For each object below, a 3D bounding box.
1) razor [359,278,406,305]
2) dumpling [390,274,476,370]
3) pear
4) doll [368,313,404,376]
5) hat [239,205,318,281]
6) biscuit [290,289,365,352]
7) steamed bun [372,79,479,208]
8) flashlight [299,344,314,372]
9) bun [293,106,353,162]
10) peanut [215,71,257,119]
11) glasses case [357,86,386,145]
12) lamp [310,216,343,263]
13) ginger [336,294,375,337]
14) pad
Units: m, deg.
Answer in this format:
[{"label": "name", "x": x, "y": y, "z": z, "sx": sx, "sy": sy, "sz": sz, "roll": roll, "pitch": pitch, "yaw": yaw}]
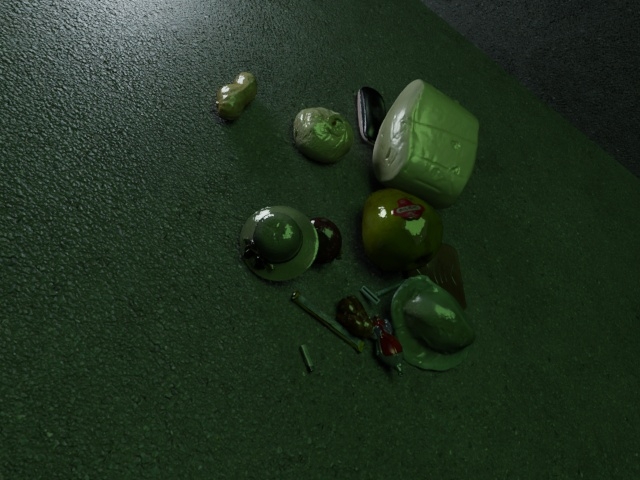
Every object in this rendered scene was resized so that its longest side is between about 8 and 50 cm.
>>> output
[{"label": "razor", "x": 0.235, "y": 0.175, "z": 1.986, "sx": 0.211, "sy": 0.035, "sz": 0.084, "roll": -14, "pitch": 48, "yaw": -44}, {"label": "dumpling", "x": 0.390, "y": 0.272, "z": 1.899, "sx": 0.270, "sy": 0.211, "sz": 0.320, "roll": -29, "pitch": 70, "yaw": -39}, {"label": "pear", "x": 0.274, "y": -0.048, "z": 2.004, "sx": 0.287, "sy": 0.287, "sz": 0.375, "roll": 0, "pitch": 38, "yaw": -33}, {"label": "doll", "x": 0.216, "y": 0.341, "z": 1.831, "sx": 0.102, "sy": 0.075, "sz": 0.227, "roll": -15, "pitch": 59, "yaw": -23}, {"label": "hat", "x": -0.132, "y": -0.014, "z": 1.736, "sx": 0.257, "sy": 0.130, "sz": 0.257, "roll": 0, "pitch": 70, "yaw": 0}, {"label": "biscuit", "x": 0.026, "y": 0.258, "z": 1.798, "sx": 0.292, "sy": 0.026, "sz": 0.048, "roll": 38, "pitch": 44, "yaw": -6}, {"label": "steamed bun", "x": 0.401, "y": -0.370, "z": 2.254, "sx": 0.371, "sy": 0.290, "sz": 0.455, "roll": 25, "pitch": 71, "yaw": -20}, {"label": "flashlight", "x": -0.040, "y": 0.356, "z": 1.696, "sx": 0.018, "sy": 0.018, "sz": 0.083, "roll": -8, "pitch": 65, "yaw": -35}, {"label": "bun", "x": 0.014, "y": -0.421, "z": 2.154, "sx": 0.244, "sy": 0.153, "sz": 0.243, "roll": 18, "pitch": 48, "yaw": -22}, {"label": "peanut", "x": -0.300, "y": -0.533, "z": 2.057, "sx": 0.117, "sy": 0.101, "sz": 0.263, "roll": 51, "pitch": 44, "yaw": -21}, {"label": "glasses case", "x": 0.222, "y": -0.532, "z": 2.404, "sx": 0.122, "sy": 0.075, "sz": 0.314, "roll": 16, "pitch": 56, "yaw": -28}, {"label": "lamp", "x": -0.005, "y": 0.001, "z": 1.879, "sx": 0.135, "sy": 0.157, "sz": 0.157, "roll": -34, "pitch": 117, "yaw": -81}, {"label": "ginger", "x": 0.103, "y": 0.249, "z": 1.825, "sx": 0.103, "sy": 0.073, "sz": 0.162, "roll": 10, "pitch": 42, "yaw": -47}, {"label": "pad", "x": 0.434, "y": 0.114, "z": 2.146, "sx": 0.284, "sy": 0.018, "sz": 0.286, "roll": 17, "pitch": 53, "yaw": -28}]
